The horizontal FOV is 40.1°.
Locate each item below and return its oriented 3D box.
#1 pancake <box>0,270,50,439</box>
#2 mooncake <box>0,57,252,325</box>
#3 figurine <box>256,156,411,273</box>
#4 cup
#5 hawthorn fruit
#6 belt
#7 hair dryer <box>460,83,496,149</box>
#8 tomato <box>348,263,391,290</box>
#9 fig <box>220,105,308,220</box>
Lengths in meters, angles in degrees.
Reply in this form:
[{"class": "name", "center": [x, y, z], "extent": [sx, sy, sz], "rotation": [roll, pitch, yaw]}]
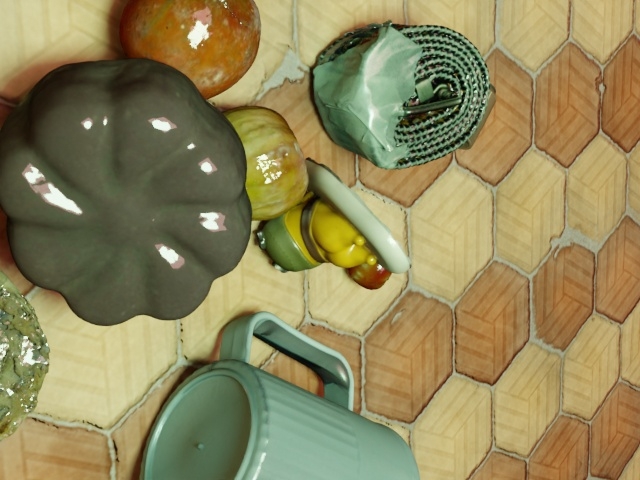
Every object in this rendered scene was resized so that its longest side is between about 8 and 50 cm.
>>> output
[{"class": "pancake", "center": [-0.436, 0.129, 0.966], "extent": [0.282, 0.049, 0.282], "rotation": [-8, 103, -39]}, {"class": "mooncake", "center": [-0.218, -0.047, 0.987], "extent": [0.306, 0.154, 0.306], "rotation": [-5, 120, -8]}, {"class": "figurine", "center": [0.000, 0.000, 1.223], "extent": [0.141, 0.250, 0.166], "rotation": [-39, 127, -7]}, {"class": "cup", "center": [-0.041, 0.296, 1.205], "extent": [0.311, 0.257, 0.331], "rotation": [34, 77, -38]}, {"class": "hawthorn fruit", "center": [-0.159, -0.246, 1.061], "extent": [0.173, 0.173, 0.173], "rotation": [-9, 104, -40]}, {"class": "belt", "center": [0.119, -0.222, 1.307], "extent": [0.257, 0.150, 0.207], "rotation": [-15, 111, -27]}, {"class": "hair dryer", "center": [0.214, -0.247, 1.458], "extent": [0.182, 0.064, 0.117], "rotation": [39, 72, -33]}, {"class": "tomato", "center": [0.080, 0.034, 1.380], "extent": [0.075, 0.087, 0.087], "rotation": [32, 74, -3]}, {"class": "fig", "center": [-0.141, -0.084, 1.143], "extent": [0.257, 0.159, 0.159], "rotation": [-16, 109, -16]}]
